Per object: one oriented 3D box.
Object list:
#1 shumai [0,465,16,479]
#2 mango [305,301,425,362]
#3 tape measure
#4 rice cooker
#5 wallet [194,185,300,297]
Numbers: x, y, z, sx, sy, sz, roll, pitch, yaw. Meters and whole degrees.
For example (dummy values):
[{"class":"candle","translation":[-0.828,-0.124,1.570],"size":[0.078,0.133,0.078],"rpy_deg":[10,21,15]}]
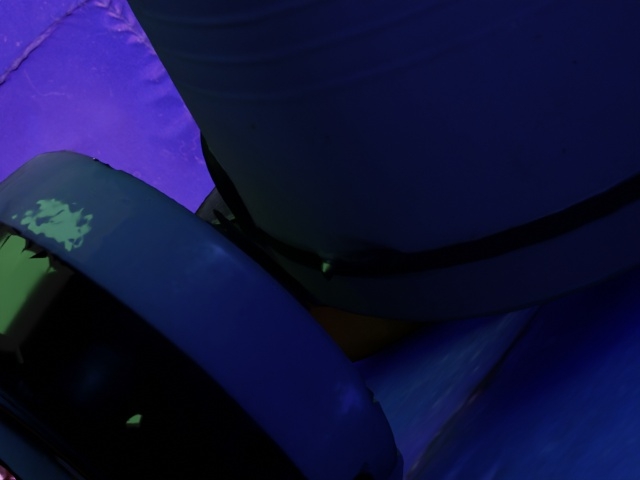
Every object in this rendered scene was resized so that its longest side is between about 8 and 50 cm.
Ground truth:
[{"class":"shumai","translation":[-0.198,0.128,0.887],"size":[0.283,0.217,0.346],"rpy_deg":[-49,3,-25]},{"class":"mango","translation":[0.024,0.023,0.755],"size":[0.101,0.066,0.187],"rpy_deg":[-37,9,-16]},{"class":"tape measure","translation":[-0.058,0.055,0.500],"size":[0.107,0.182,0.181],"rpy_deg":[-48,7,-22]},{"class":"rice cooker","translation":[0.048,-0.100,0.496],"size":[0.226,0.244,0.226],"rpy_deg":[-22,26,12]},{"class":"wallet","translation":[0.035,-0.030,0.710],"size":[0.236,0.055,0.160],"rpy_deg":[-5,37,48]}]
